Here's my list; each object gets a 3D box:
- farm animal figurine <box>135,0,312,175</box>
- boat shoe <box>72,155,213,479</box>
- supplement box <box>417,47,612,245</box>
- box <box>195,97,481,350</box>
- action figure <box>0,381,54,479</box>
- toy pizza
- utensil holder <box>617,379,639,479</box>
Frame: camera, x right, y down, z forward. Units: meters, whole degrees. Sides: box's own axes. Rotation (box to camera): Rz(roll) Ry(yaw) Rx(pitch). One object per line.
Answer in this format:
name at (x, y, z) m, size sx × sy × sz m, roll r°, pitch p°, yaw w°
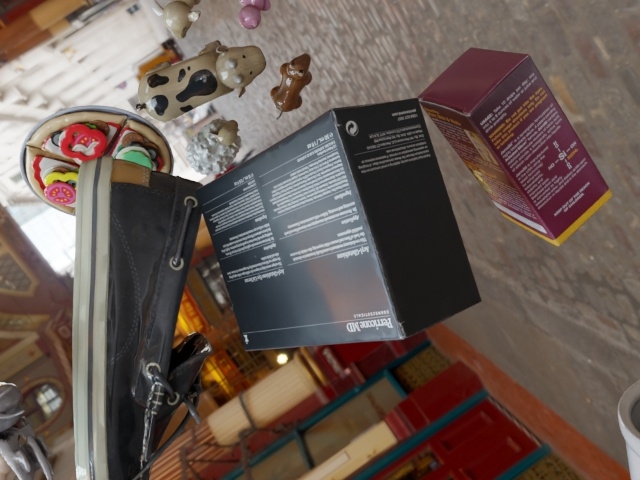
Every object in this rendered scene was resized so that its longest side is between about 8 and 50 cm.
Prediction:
farm animal figurine at (-0.181, -0.304, 1.067) m, size 0.330 × 0.327 × 0.172 m, roll 49°, pitch -164°, yaw -19°
boat shoe at (-0.204, 0.154, 0.751) m, size 0.187 × 0.156 × 0.500 m, roll -171°, pitch 82°, yaw -71°
supplement box at (0.198, -0.096, 0.657) m, size 0.188 × 0.081 × 0.104 m, roll 46°, pitch 180°, yaw -28°
box at (0.000, 0.000, 0.611) m, size 0.261 × 0.103 × 0.184 m, roll -17°, pitch 88°, yaw 54°
action figure at (-0.361, 0.203, 0.588) m, size 0.185 × 0.285 × 0.099 m, roll 58°, pitch -158°, yaw 8°
toy pizza at (-0.302, -0.096, 0.883) m, size 0.201 × 0.201 × 0.032 m, roll 61°, pitch -172°, yaw -49°
utensil holder at (0.679, 0.441, 1.035) m, size 0.327 × 0.328 × 0.385 m, roll -142°, pitch 38°, yaw -76°
